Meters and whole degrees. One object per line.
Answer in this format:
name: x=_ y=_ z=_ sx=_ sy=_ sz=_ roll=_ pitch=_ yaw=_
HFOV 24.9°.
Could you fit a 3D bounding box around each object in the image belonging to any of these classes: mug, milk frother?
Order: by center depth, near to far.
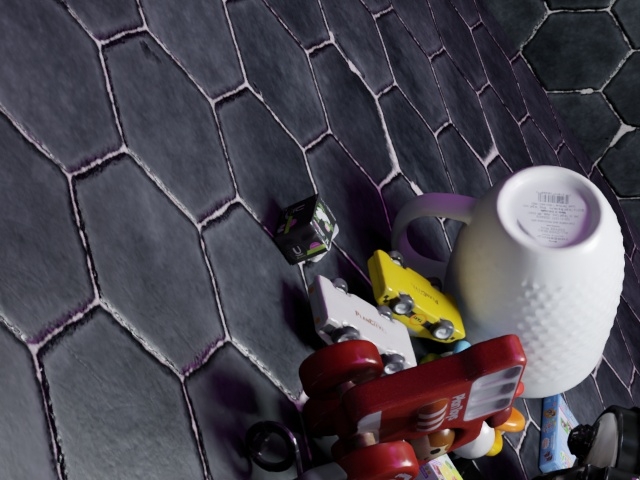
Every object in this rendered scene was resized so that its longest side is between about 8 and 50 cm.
milk frother: x=-0.057 y=0.279 z=1.591 sx=0.143 sy=0.129 sz=0.134 roll=26 pitch=11 yaw=21
mug: x=0.290 y=0.034 z=2.271 sx=0.328 sy=0.374 sz=0.276 roll=92 pitch=18 yaw=-54

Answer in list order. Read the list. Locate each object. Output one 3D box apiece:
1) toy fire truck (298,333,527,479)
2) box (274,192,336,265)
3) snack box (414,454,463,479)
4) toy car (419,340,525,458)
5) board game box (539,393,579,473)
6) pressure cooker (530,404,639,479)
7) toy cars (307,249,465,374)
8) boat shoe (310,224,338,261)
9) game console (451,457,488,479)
toy fire truck: x=0.119 y=0.218 z=1.745 sx=0.302 sy=0.253 sz=0.169 roll=86 pitch=-13 yaw=-63
box: x=-0.020 y=-0.015 z=1.991 sx=0.052 sy=0.062 sz=0.083 roll=57 pitch=23 yaw=-22
snack box: x=0.140 y=0.294 z=2.012 sx=0.100 sy=0.037 sz=0.141 roll=33 pitch=20 yaw=-54
toy car: x=0.233 y=0.229 z=2.176 sx=0.182 sy=0.136 sz=0.159 roll=49 pitch=23 yaw=5
board game box: x=0.455 y=0.402 z=2.644 sx=0.160 sy=0.039 sz=0.211 roll=57 pitch=23 yaw=-19
pressure cooker: x=0.516 y=0.454 z=2.232 sx=0.420 sy=0.370 sz=0.375 roll=20 pitch=29 yaw=0
toy cars: x=0.082 y=0.114 z=2.066 sx=0.176 sy=0.087 sz=0.393 roll=55 pitch=25 yaw=7
boat shoe: x=0.000 y=0.000 z=2.060 sx=0.035 sy=0.035 sz=0.100 roll=32 pitch=27 yaw=-10
game console: x=0.212 y=0.441 z=2.042 sx=0.213 sy=0.044 sz=0.361 roll=59 pitch=22 yaw=2
